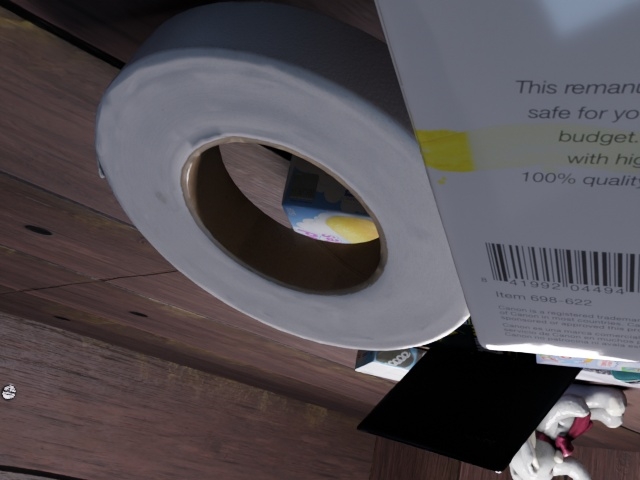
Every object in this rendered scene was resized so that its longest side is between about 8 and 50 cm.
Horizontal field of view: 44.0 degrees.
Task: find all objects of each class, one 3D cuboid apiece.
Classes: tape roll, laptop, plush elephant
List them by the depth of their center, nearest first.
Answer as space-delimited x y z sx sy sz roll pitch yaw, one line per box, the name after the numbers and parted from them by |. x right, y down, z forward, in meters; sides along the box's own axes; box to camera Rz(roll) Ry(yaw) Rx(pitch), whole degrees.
-0.026 -0.039 0.743 0.392 0.072 0.392 19 145 14 | tape roll
0.360 0.313 1.479 0.408 0.236 0.382 22 167 -31 | laptop
0.554 0.473 1.878 0.330 0.255 0.272 8 162 14 | plush elephant

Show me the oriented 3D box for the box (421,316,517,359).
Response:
0.192 0.110 1.285 0.257 0.079 0.322 5 161 16 | box

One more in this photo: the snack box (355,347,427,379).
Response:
0.259 0.311 1.896 0.322 0.060 0.187 14 163 -7 | snack box

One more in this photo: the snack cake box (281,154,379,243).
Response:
0.056 -0.022 0.938 0.152 0.089 0.264 7 162 11 | snack cake box

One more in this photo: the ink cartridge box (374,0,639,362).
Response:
0.199 -0.088 0.388 0.279 0.160 0.385 4 148 23 | ink cartridge box

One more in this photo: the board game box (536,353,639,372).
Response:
0.408 0.147 1.097 0.211 0.039 0.160 4 161 18 | board game box

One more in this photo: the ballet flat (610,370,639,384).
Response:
0.575 0.199 1.281 0.203 0.074 0.074 -7 155 35 | ballet flat
